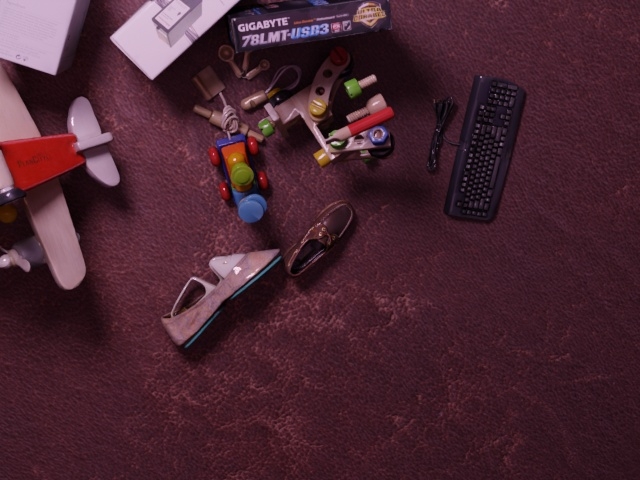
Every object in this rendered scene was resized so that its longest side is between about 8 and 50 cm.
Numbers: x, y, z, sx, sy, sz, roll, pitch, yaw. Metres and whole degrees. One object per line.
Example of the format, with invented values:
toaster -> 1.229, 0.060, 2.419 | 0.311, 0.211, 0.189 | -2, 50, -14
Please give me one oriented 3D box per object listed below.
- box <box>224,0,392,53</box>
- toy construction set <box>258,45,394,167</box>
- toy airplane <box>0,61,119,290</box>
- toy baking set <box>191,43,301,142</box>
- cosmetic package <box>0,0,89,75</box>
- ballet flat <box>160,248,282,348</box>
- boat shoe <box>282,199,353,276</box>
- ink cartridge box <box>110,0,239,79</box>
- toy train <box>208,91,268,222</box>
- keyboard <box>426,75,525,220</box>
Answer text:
box -> -0.034, -0.430, 1.799 | 0.293, 0.295, 0.073 | -10, 108, -5
toy construction set -> 0.006, -0.232, 1.856 | 0.237, 0.309, 0.257 | -25, 102, -2
toy airplane -> -0.585, -0.138, 1.785 | 0.272, 0.386, 0.384 | -19, 142, 29
toy baking set -> -0.142, -0.309, 1.953 | 0.256, 0.030, 0.196 | 29, 99, -14
cosmetic package -> -0.522, -0.448, 1.759 | 0.138, 0.224, 0.224 | 16, 102, -12
ballet flat -> -0.227, 0.102, 2.016 | 0.316, 0.107, 0.106 | -43, 93, 4
boat shoe -> 0.000, 0.000, 2.035 | 0.073, 0.073, 0.207 | 40, 95, -15
ink cartridge box -> -0.270, -0.452, 1.808 | 0.273, 0.198, 0.115 | -42, 108, 4
toy train -> -0.173, -0.165, 1.903 | 0.105, 0.143, 0.248 | -16, 123, -4
keyboard -> 0.330, -0.208, 2.050 | 0.201, 0.033, 0.317 | 9, 103, -10
